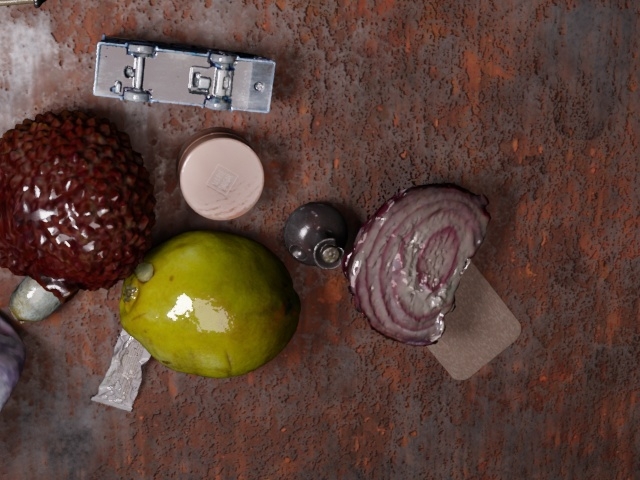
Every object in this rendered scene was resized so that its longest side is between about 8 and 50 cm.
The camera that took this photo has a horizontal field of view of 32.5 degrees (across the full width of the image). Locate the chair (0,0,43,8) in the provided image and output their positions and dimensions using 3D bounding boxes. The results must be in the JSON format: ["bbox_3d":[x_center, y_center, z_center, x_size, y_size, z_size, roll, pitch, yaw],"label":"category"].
[{"bbox_3d":[-0.466,-0.460,1.746,0.272,0.188,0.166,-6,108,-6],"label":"chair"}]

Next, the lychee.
[{"bbox_3d":[-0.418,-0.057,1.816,0.306,0.306,0.330,10,70,-14],"label":"lychee"}]

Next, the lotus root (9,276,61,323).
[{"bbox_3d":[-0.489,0.083,1.957,0.088,0.088,0.165,43,88,-19],"label":"lotus root"}]

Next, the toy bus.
[{"bbox_3d":[-0.234,-0.284,1.871,0.297,0.131,0.106,5,106,-12],"label":"toy bus"}]

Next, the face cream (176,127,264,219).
[{"bbox_3d":[-0.179,-0.119,1.945,0.149,0.104,0.149,-3,107,-11],"label":"face cream"}]

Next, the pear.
[{"bbox_3d":[-0.193,0.112,1.935,0.321,0.269,0.269,-2,108,-28],"label":"pear"}]

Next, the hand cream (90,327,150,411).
[{"bbox_3d":[-0.353,0.204,2.041,0.084,0.050,0.257,16,106,-18],"label":"hand cream"}]

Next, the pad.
[{"bbox_3d":[0.268,0.143,2.168,0.176,0.002,0.266,-39,110,2],"label":"pad"}]

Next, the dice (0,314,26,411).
[{"bbox_3d":[-0.684,0.227,1.859,0.270,0.271,0.270,38,96,-19],"label":"dice"}]

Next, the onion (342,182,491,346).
[{"bbox_3d":[0.151,0.014,2.007,0.280,0.146,0.314,28,93,-36],"label":"onion"}]

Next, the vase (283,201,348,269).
[{"bbox_3d":[0.000,0.000,1.976,0.120,0.183,0.120,-3,106,-11],"label":"vase"}]
